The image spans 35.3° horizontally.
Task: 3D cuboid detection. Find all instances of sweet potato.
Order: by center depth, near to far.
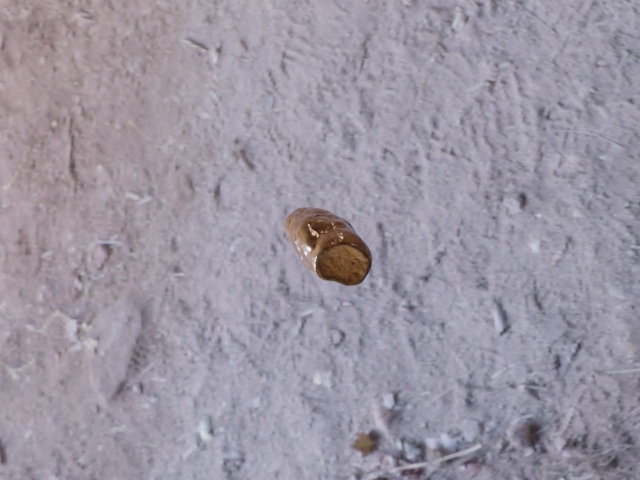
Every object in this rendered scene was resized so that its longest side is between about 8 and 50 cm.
[{"bbox_3d":[0.000,0.000,1.494,0.251,0.097,0.097,35,113,62],"label":"sweet potato"}]
